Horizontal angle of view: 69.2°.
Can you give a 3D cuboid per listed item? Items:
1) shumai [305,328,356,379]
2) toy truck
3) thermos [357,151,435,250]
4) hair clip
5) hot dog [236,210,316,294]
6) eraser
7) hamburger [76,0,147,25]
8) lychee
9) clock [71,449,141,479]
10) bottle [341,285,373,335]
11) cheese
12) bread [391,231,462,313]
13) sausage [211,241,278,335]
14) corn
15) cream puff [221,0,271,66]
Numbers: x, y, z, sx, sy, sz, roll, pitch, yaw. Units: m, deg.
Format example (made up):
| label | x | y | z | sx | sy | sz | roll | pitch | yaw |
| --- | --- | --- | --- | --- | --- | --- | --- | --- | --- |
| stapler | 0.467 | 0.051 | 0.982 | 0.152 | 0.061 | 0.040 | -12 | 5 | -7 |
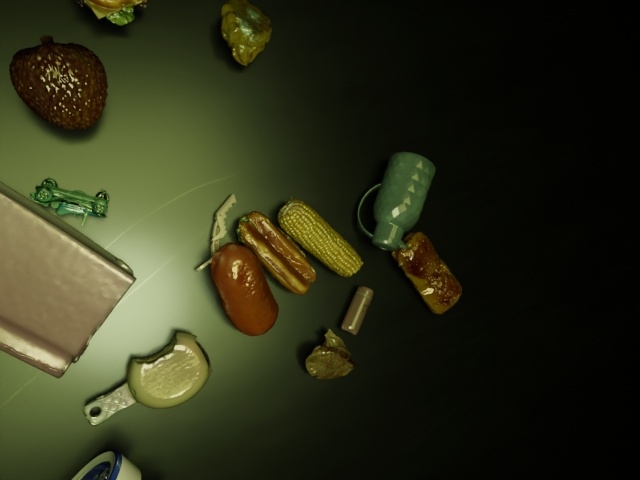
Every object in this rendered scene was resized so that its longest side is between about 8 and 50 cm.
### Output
| label | x | y | z | sx | sy | sz | roll | pitch | yaw |
| --- | --- | --- | --- | --- | --- | --- | --- | --- | --- |
| shumai | 0.031 | 0.330 | 1.297 | 0.139 | 0.105 | 0.123 | 38 | 116 | -10 |
| toy truck | -0.554 | -0.081 | 1.032 | 0.154 | 0.080 | 0.078 | 14 | 109 | -25 |
| thermos | 0.217 | -0.115 | 1.372 | 0.182 | 0.145 | 0.287 | 21 | 78 | 9 |
| hair clip | -0.265 | -0.017 | 1.185 | 0.072 | 0.034 | 0.226 | 12 | 82 | -24 |
| hot dog | -0.115 | 0.031 | 1.235 | 0.115 | 0.072 | 0.269 | -46 | 105 | -20 |
| eraser | -0.607 | 0.076 | 0.947 | 0.359 | 0.122 | 0.272 | 36 | 84 | -21 |
| hamburger | -0.490 | -0.587 | 1.067 | 0.164 | 0.093 | 0.190 | -23 | 96 | -23 |
| lychee | -0.549 | -0.337 | 0.985 | 0.194 | 0.194 | 0.195 | 1 | 87 | -26 |
| clock | -0.477 | 0.554 | 0.947 | 0.230 | 0.230 | 0.083 | -46 | 108 | -20 |
| bottle | 0.108 | 0.202 | 1.346 | 0.053 | 0.053 | 0.140 | 30 | 75 | -22 |
| cheese | -0.400 | 0.331 | 1.078 | 0.286 | 0.082 | 0.163 | -24 | 97 | -24 |
| bread | 0.334 | 0.106 | 1.450 | 0.139 | 0.077 | 0.271 | -42 | 108 | -18 |
| sausage | -0.189 | 0.127 | 1.150 | 0.133 | 0.133 | 0.258 | -29 | 120 | -24 |
| corn | 0.000 | 0.000 | 1.282 | 0.293 | 0.106 | 0.106 | 44 | 71 | -21 |
| cream puff | -0.200 | -0.537 | 1.204 | 0.146 | 0.116 | 0.146 | 18 | 50 | -23 |
